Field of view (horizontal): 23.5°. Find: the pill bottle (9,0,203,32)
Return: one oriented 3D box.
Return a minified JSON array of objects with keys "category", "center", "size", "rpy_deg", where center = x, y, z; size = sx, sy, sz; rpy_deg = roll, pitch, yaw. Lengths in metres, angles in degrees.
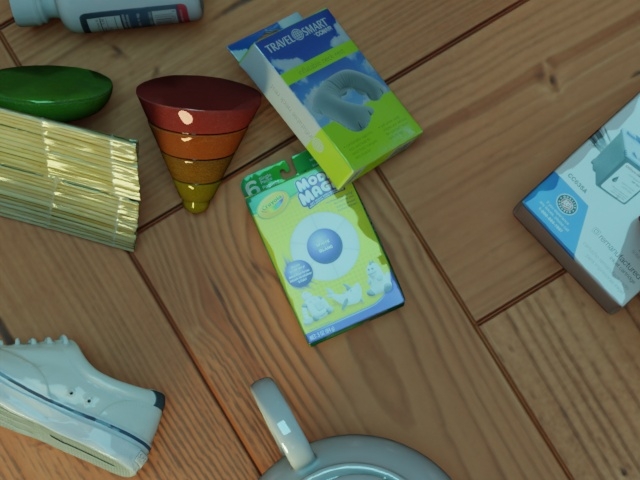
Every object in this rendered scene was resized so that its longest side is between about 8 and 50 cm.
[{"category":"pill bottle","center":[-0.208,-0.257,1.488],"size":[0.180,0.108,0.108],"rpy_deg":[-6,82,-1]}]

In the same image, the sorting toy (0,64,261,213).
[{"category":"sorting toy","center":[-0.241,-0.095,1.486],"size":[0.365,0.127,0.126],"rpy_deg":[4,111,4]}]

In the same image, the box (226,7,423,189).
[{"category":"box","center":[0.005,-0.146,1.479],"size":[0.109,0.042,0.178],"rpy_deg":[-32,81,-39]}]

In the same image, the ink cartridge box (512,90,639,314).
[{"category":"ink cartridge box","center":[0.301,-0.045,1.466],"size":[0.190,0.082,0.139],"rpy_deg":[-43,84,-4]}]

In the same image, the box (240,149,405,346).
[{"category":"box","center":[0.000,0.000,1.482],"size":[0.105,0.043,0.179],"rpy_deg":[-24,80,-3]}]

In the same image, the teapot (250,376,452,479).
[{"category":"teapot","center":[0.028,0.275,1.353],"size":[0.256,0.187,0.253],"rpy_deg":[15,72,8]}]

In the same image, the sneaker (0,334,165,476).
[{"category":"sneaker","center":[-0.269,0.132,1.452],"size":[0.258,0.094,0.091],"rpy_deg":[26,65,0]}]

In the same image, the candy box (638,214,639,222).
[{"category":"candy box","center":[0.476,0.050,1.360],"size":[0.268,0.122,0.317],"rpy_deg":[-31,102,10]}]

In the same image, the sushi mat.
[{"category":"sushi mat","center":[-0.320,-0.078,1.453],"size":[0.316,0.151,0.019],"rpy_deg":[14,46,3]}]
